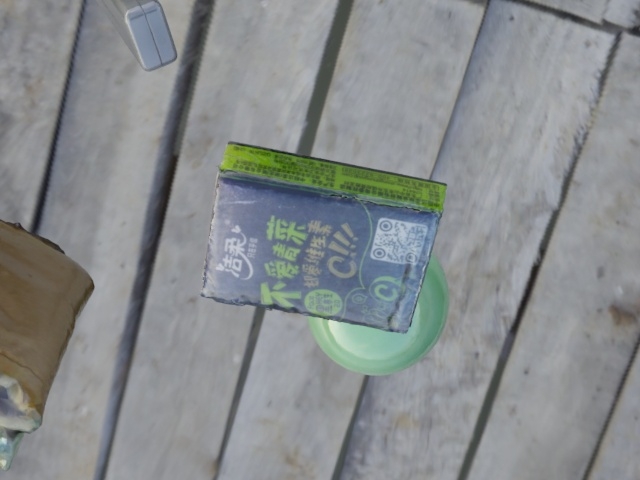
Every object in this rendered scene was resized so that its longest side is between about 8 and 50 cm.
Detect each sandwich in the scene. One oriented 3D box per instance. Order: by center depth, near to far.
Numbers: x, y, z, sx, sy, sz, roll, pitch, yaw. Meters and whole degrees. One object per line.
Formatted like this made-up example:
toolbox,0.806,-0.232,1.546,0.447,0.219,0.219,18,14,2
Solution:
sandwich,-0.239,0.015,0.549,0.245,0.212,0.063,21,103,-10

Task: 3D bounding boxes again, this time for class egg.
egg,0.088,0.088,1.735,0.220,0.269,0.220,3,109,8

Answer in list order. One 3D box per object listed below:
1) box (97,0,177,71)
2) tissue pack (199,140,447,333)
box,-0.269,-0.331,1.573,0.055,0.243,0.103,-26,133,-11
tissue pack,0.000,0.000,1.191,0.236,0.073,0.173,10,125,-1
